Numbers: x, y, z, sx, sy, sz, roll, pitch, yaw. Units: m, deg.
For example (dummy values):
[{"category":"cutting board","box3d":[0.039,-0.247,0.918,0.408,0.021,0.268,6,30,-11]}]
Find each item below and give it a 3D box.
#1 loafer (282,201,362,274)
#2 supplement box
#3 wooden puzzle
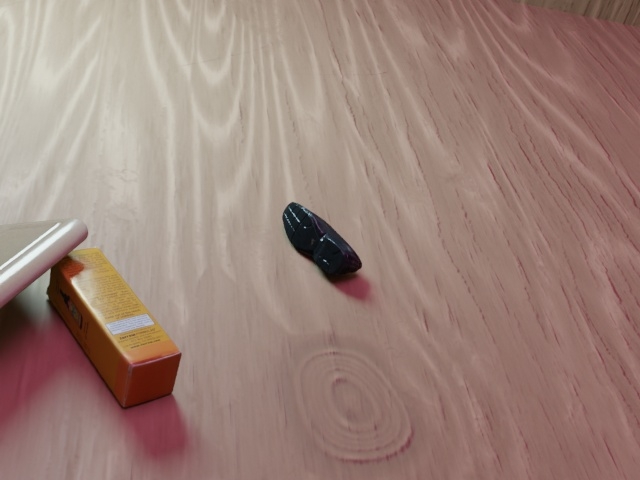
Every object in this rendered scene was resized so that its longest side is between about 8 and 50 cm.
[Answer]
[{"category":"loafer","box3d":[0.000,0.000,1.539,0.061,0.062,0.170,12,30,-49]},{"category":"supplement box","box3d":[-0.273,0.105,1.241,0.080,0.078,0.233,-15,45,-38]},{"category":"wooden puzzle","box3d":[-0.452,0.037,1.240,0.239,0.044,0.221,1,28,24]}]
